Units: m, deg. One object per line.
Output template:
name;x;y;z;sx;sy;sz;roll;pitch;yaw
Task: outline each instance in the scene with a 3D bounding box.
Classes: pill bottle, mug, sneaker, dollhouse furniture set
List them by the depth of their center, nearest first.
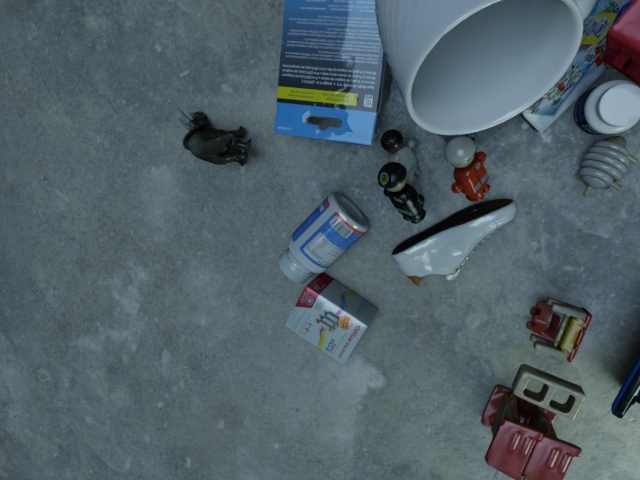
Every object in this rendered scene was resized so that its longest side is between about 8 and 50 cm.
mug;0.277;-0.410;0.782;0.373;0.276;0.329;-15;62;3
pill bottle;0.532;-0.243;0.845;0.094;0.169;0.094;4;103;19
dollhouse furniture set;0.481;0.307;0.973;0.152;0.201;0.375;21;101;14
sneaker;0.311;0.010;1.023;0.290;0.106;0.123;-29;100;30
pill bottle;0.000;0.000;1.109;0.124;0.124;0.221;48;112;4

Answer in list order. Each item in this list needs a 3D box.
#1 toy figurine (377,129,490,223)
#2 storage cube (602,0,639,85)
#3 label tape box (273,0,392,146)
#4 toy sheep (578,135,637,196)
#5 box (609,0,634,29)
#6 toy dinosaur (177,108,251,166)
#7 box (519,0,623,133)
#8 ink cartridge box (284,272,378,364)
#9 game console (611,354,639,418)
toy figurine;0.223;-0.165;0.939;0.212;0.210;0.148;-19;132;25
storage cube;0.582;-0.322;0.688;0.193;0.183;0.215;46;114;18
label tape box;0.036;-0.393;1.021;0.240;0.106;0.334;11;105;16
toy sheep;0.559;-0.145;0.904;0.091;0.091;0.132;27;90;12
box;0.589;-0.382;0.828;0.136;0.028;0.081;2;120;-16
toy dinosaur;-0.257;-0.228;1.108;0.160;0.314;0.121;-2;116;-18
box;0.458;-0.342;0.873;0.159;0.044;0.233;30;114;-28
ink cartridge box;0.031;0.190;1.136;0.176;0.127;0.128;32;109;10
game console;0.734;0.237;0.883;0.173;0.250;0.294;31;112;39
